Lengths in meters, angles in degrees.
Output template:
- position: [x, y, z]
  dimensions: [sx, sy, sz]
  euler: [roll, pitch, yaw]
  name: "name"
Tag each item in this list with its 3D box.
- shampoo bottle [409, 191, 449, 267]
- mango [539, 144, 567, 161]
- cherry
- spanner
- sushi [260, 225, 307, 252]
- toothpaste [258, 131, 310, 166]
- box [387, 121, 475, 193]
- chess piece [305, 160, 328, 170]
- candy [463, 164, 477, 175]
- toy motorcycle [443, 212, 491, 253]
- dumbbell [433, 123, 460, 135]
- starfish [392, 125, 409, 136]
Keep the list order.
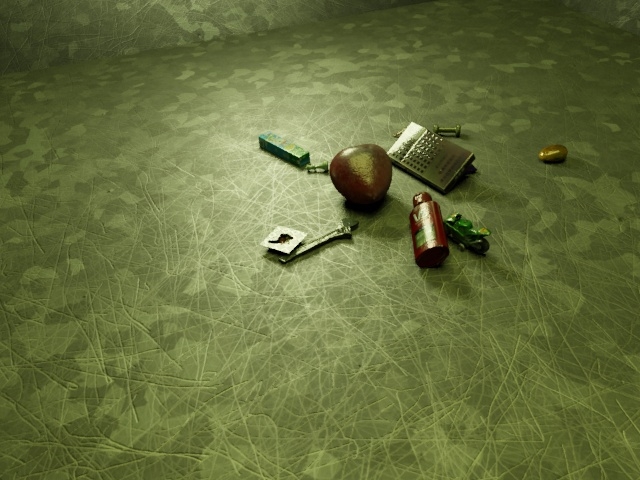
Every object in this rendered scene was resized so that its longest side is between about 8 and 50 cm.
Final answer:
- position: [0.358, -0.047, 1.723]
  dimensions: [0.118, 0.076, 0.314]
  euler: [-37, 30, 30]
  name: "shampoo bottle"
- position: [0.933, -0.347, 2.057]
  dimensions: [0.114, 0.057, 0.079]
  euler: [-18, 46, -3]
  name: "mango"
- position: [0.155, -0.233, 1.891]
  dimensions: [0.239, 0.206, 0.240]
  euler: [3, 74, -10]
  name: "cherry"
- position: [0.000, 0.000, 1.754]
  dimensions: [0.325, 0.026, 0.093]
  euler: [-26, 44, -22]
  name: "spanner"
- position: [-0.124, 0.004, 1.760]
  dimensions: [0.120, 0.026, 0.126]
  euler: [15, 40, 25]
  name: "sushi"
- position: [-0.158, -0.394, 2.199]
  dimensions: [0.065, 0.050, 0.266]
  euler: [-33, 49, -33]
  name: "toothpaste"
- position: [0.424, -0.330, 2.017]
  dimensions: [0.180, 0.047, 0.325]
  euler: [-51, 52, 1]
  name: "box"
- position: [-0.016, -0.300, 2.091]
  dimensions: [0.093, 0.042, 0.042]
  euler: [-5, 41, 8]
  name: "chess piece"
- position: [0.497, -0.339, 2.071]
  dimensions: [0.145, 0.070, 0.275]
  euler: [-18, 46, -25]
  name: "candy"
- position: [0.474, -0.032, 1.690]
  dimensions: [0.074, 0.106, 0.190]
  euler: [-34, 48, -29]
  name: "toy motorcycle"
- position: [0.552, -0.483, 2.243]
  dimensions: [0.117, 0.052, 0.046]
  euler: [3, -3, 7]
  name: "dumbbell"
- position: [0.384, -0.483, 2.265]
  dimensions: [0.132, 0.041, 0.130]
  euler: [-3, 40, 1]
  name: "starfish"
